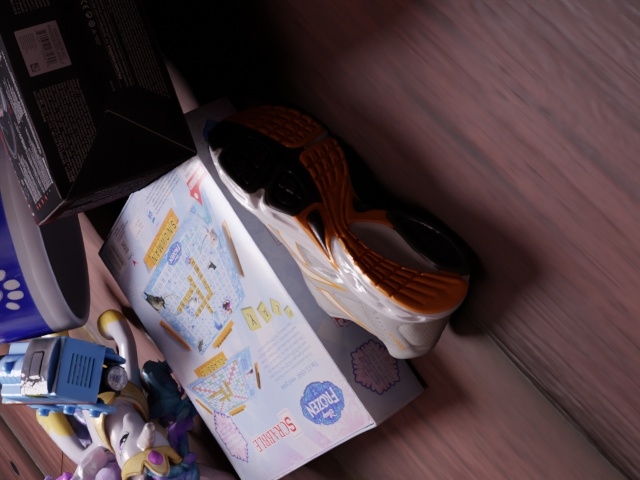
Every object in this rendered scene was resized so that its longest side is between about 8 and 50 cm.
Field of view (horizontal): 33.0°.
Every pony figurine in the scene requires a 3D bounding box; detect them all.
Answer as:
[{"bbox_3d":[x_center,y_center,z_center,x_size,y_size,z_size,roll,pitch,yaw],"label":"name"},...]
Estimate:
[{"bbox_3d":[-0.254,0.270,1.320,0.363,0.303,0.350,46,140,48],"label":"pony figurine"}]

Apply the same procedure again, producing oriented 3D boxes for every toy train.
[{"bbox_3d":[-0.291,0.146,1.169,0.184,0.105,0.080,-7,67,42],"label":"toy train"}]

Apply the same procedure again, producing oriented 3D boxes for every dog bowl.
[{"bbox_3d":[-0.343,-0.020,1.205,0.265,0.104,0.264,166,90,-87],"label":"dog bowl"}]

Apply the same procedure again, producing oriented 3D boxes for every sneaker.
[{"bbox_3d":[0.000,0.000,0.865,0.262,0.099,0.121,44,150,26],"label":"sneaker"}]

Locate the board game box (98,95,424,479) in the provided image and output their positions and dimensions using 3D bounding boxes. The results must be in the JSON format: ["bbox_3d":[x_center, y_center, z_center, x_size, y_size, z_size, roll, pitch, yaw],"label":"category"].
[{"bbox_3d":[-0.078,0.071,1.056,0.318,0.066,0.319,57,148,7],"label":"board game box"}]

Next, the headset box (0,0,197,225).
[{"bbox_3d":[-0.217,-0.136,0.901,0.218,0.110,0.293,70,161,-3],"label":"headset box"}]
